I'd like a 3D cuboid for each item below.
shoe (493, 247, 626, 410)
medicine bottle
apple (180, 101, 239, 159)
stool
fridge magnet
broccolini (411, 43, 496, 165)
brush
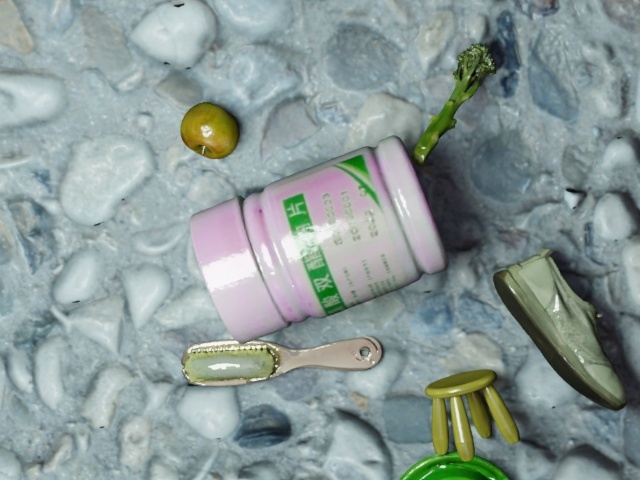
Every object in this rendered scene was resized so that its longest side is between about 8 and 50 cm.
[{"bbox_3d":[0.373,0.135,1.621,0.098,0.103,0.275,-38,96,-5],"label":"shoe"},{"bbox_3d":[0.000,0.000,1.559,0.325,0.212,0.212,-20,97,4],"label":"medicine bottle"},{"bbox_3d":[-0.162,-0.161,1.602,0.089,0.089,0.074,27,86,-2],"label":"apple"},{"bbox_3d":[0.222,0.260,1.632,0.135,0.134,0.111,-15,90,23],"label":"stool"},{"bbox_3d":[0.206,0.428,1.672,0.207,0.088,0.208,0,98,2],"label":"fridge magnet"},{"bbox_3d":[0.180,-0.195,1.556,0.058,0.067,0.216,30,67,16],"label":"broccolini"},{"bbox_3d":[-0.060,0.187,1.663,0.312,0.067,0.072,-3,97,1],"label":"brush"}]
